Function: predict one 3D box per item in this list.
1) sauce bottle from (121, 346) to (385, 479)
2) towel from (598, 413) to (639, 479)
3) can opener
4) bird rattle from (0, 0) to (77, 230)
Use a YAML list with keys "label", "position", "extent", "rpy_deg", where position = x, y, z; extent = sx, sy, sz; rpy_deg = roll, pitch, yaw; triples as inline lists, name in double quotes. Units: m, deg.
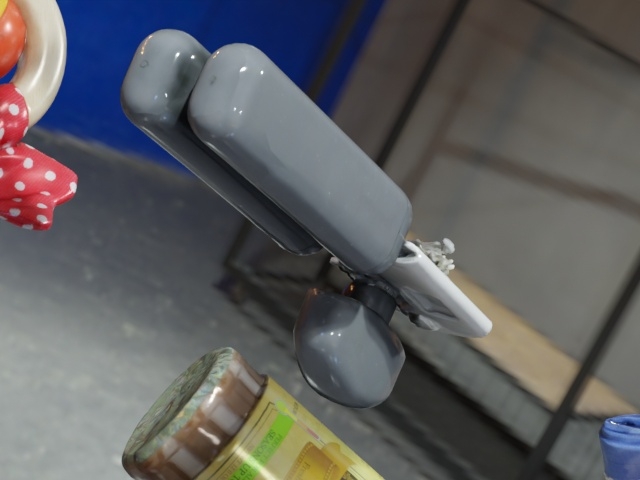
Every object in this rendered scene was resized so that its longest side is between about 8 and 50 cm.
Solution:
- label: "sauce bottle"
  position: [0.031, 0.214, 1.222]
  extent: [0.344, 0.111, 0.111]
  rpy_deg: [41, 13, -9]
- label: "towel"
  position: [0.325, 0.243, 1.236]
  extent: [0.243, 0.336, 0.040]
  rpy_deg: [-4, 33, 21]
- label: "can opener"
  position: [0.000, 0.000, 0.867]
  extent: [0.074, 0.093, 0.280]
  rpy_deg: [14, -20, 32]
- label: "bird rattle"
  position: [-0.270, -0.131, 1.418]
  extent: [0.253, 0.207, 0.143]
  rpy_deg: [37, -25, -14]
